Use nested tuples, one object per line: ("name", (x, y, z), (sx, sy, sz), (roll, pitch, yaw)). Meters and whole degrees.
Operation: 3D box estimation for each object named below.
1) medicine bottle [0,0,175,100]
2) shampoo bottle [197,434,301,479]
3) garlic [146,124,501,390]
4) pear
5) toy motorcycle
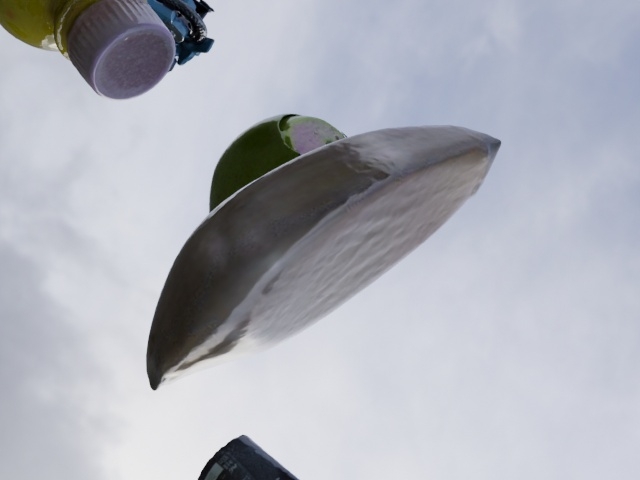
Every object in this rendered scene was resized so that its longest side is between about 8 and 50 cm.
("medicine bottle", (-0.187, -0.194, 0.744), (0.212, 0.122, 0.121), (51, -52, 27))
("shampoo bottle", (-0.003, 0.230, 0.738), (0.208, 0.063, 0.057), (38, -39, 23))
("garlic", (-0.002, -0.005, 0.753), (0.112, 0.318, 0.143), (57, -14, 31))
("pear", (-0.047, -0.048, 1.215), (0.219, 0.188, 0.187), (-56, -142, 41))
("toy motorcycle", (-0.253, -0.299, 1.170), (0.182, 0.272, 0.123), (-5, -128, 57))
